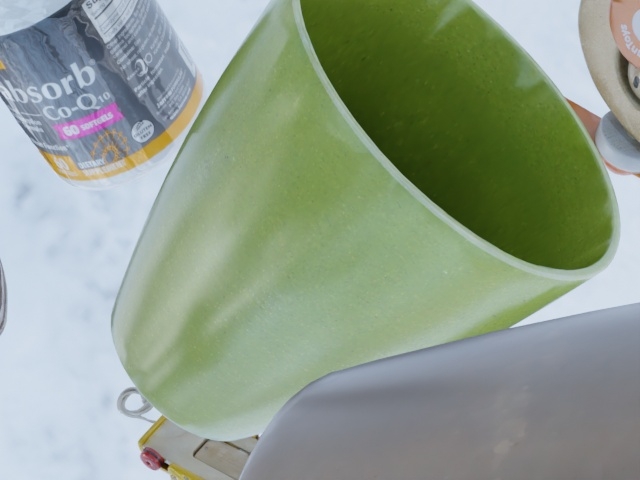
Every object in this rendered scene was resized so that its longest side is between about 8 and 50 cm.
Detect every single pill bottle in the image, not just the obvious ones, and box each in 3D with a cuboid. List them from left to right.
[{"bbox_3d":[-0.221,-0.188,1.607,0.162,0.162,0.278,-3,137,31],"label":"pill bottle"}]

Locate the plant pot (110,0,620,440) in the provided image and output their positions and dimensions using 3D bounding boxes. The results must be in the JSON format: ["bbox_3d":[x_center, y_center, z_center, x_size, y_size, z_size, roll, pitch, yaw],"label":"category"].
[{"bbox_3d":[0.000,0.000,1.268,0.275,0.275,0.293,45,120,-2],"label":"plant pot"}]

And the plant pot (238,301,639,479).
[{"bbox_3d":[0.103,0.110,0.433,0.229,0.263,0.263,0,118,23],"label":"plant pot"}]

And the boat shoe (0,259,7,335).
[{"bbox_3d":[-0.397,-0.045,1.947,0.120,0.122,0.324,112,142,-52],"label":"boat shoe"}]

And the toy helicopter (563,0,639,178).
[{"bbox_3d":[0.317,-0.066,1.570,0.235,0.140,0.355,-27,91,54],"label":"toy helicopter"}]

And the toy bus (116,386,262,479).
[{"bbox_3d":[-0.117,0.254,2.080,0.191,0.202,0.104,-10,134,0],"label":"toy bus"}]
